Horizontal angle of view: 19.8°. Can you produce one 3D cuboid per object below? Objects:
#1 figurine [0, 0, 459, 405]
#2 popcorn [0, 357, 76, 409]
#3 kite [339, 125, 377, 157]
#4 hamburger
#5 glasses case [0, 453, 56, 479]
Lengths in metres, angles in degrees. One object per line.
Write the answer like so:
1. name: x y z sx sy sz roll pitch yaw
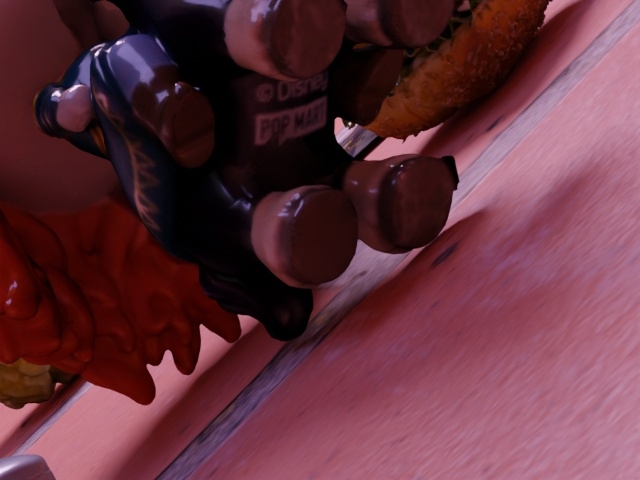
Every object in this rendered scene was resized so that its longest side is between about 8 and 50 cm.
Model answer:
1. figurine: -0.102 -0.082 0.920 0.241 0.306 0.412 -37 5 -34
2. popcorn: -0.237 0.059 1.411 0.162 0.136 0.141 -4 -22 -13
3. kite: 0.065 -0.106 1.238 0.245 0.015 0.141 -41 11 19
4. hamburger: 0.070 -0.124 1.054 0.137 0.087 0.166 -37 9 41
5. glasses case: -0.214 0.165 1.061 0.067 0.045 0.178 -25 -4 -42
